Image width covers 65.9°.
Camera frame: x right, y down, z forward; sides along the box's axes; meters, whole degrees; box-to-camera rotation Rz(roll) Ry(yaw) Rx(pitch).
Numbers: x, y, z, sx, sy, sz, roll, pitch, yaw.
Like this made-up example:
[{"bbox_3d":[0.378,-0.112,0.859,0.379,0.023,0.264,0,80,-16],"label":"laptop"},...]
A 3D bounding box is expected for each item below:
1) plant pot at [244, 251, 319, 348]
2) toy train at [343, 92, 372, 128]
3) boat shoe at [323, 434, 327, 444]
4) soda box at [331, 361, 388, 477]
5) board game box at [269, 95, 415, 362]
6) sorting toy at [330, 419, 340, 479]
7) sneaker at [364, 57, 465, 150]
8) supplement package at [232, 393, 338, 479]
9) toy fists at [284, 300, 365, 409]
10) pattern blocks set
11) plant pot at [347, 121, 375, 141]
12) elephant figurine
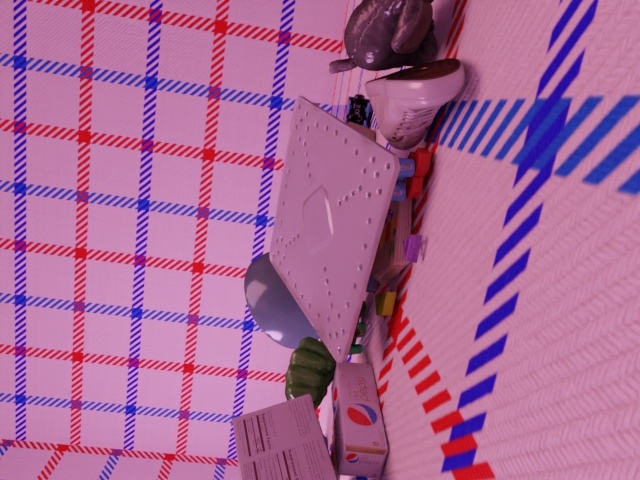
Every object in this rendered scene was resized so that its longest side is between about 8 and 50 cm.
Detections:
[{"bbox_3d":[-0.036,0.127,1.360,0.195,0.290,0.290,-34,37,33],"label":"plant pot"},{"bbox_3d":[0.097,-0.319,1.401,0.105,0.080,0.184,-77,-5,-85],"label":"toy train"},{"bbox_3d":[-0.030,0.642,1.319,0.258,0.089,0.108,-93,11,-61],"label":"boat shoe"},{"bbox_3d":[0.064,0.310,0.882,0.216,0.074,0.069,-94,13,-66],"label":"soda box"},{"bbox_3d":[0.013,-0.038,0.951,0.390,0.051,0.389,48,133,51],"label":"board game box"},{"bbox_3d":[0.044,0.393,1.038,0.208,0.038,0.192,-75,-10,-73],"label":"sorting toy"},{"bbox_3d":[0.147,-0.197,0.743,0.290,0.106,0.123,-111,4,-74],"label":"sneaker"},{"bbox_3d":[-0.035,0.431,0.803,0.261,0.145,0.203,-116,12,-55],"label":"supplement package"},{"bbox_3d":[0.013,0.225,1.037,0.279,0.096,0.142,-54,-28,-33],"label":"toy fists"},{"bbox_3d":[0.129,-0.006,0.886,0.325,0.026,0.285,151,127,-83],"label":"pattern blocks set"},{"bbox_3d":[0.087,-0.242,1.286,0.109,0.109,0.096,118,171,-75],"label":"plant pot"},{"bbox_3d":[0.118,-0.367,0.737,0.239,0.170,0.185,108,174,-82],"label":"elephant figurine"}]
